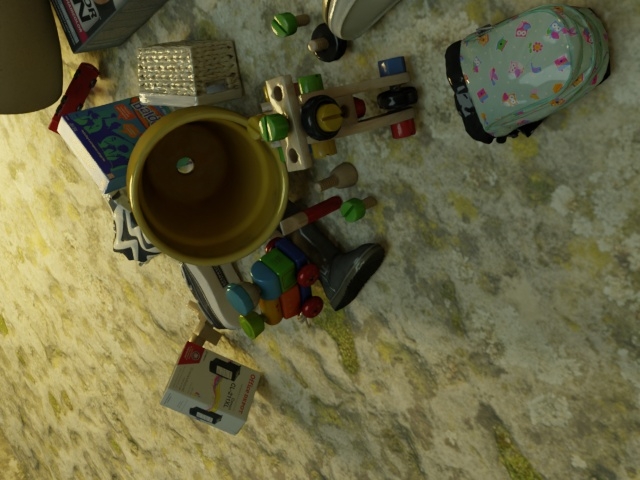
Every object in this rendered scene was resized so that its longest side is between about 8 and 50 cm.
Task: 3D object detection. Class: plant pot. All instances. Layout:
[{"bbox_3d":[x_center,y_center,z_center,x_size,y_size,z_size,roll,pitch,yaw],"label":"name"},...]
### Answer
[{"bbox_3d":[-0.208,-0.110,1.227,0.239,0.253,0.254,-142,41,-63],"label":"plant pot"}]

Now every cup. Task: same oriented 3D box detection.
[{"bbox_3d":[-0.654,-0.429,1.396,0.331,0.331,0.237,38,123,24],"label":"cup"}]

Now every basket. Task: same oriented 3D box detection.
[{"bbox_3d":[-0.234,-0.294,1.263,0.167,0.113,0.103,11,115,39],"label":"basket"}]

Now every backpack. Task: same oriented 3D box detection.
[{"bbox_3d":[0.244,-0.201,0.850,0.182,0.115,0.152,-18,95,44],"label":"backpack"}]

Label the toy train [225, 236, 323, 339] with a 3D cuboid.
[{"bbox_3d":[-0.078,0.122,1.245,0.105,0.143,0.248,39,151,33],"label":"toy train"}]

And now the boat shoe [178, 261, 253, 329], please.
[{"bbox_3d":[-0.240,0.044,1.451,0.102,0.108,0.301,-13,108,45],"label":"boat shoe"}]

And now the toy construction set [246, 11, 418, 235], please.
[{"bbox_3d":[-0.024,-0.140,1.046,0.257,0.237,0.309,26,127,32],"label":"toy construction set"}]

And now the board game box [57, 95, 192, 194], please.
[{"bbox_3d":[-0.359,-0.190,1.362,0.160,0.210,0.047,51,136,11],"label":"board game box"}]

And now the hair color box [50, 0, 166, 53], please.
[{"bbox_3d":[-0.356,-0.498,1.276,0.374,0.113,0.185,-19,96,46],"label":"hair color box"}]

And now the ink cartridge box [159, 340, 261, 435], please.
[{"bbox_3d":[-0.225,0.305,1.493,0.175,0.127,0.072,25,134,-9],"label":"ink cartridge box"}]

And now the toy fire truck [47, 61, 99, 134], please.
[{"bbox_3d":[-0.537,-0.304,1.566,0.192,0.047,0.135,-57,22,14],"label":"toy fire truck"}]

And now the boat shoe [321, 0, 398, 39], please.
[{"bbox_3d":[0.107,-0.355,0.905,0.103,0.113,0.302,56,136,15],"label":"boat shoe"}]

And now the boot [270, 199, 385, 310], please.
[{"bbox_3d":[-0.001,0.000,1.226,0.208,0.076,0.190,54,138,18],"label":"boot"}]

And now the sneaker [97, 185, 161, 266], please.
[{"bbox_3d":[-0.436,-0.042,1.595,0.235,0.094,0.153,45,127,4],"label":"sneaker"}]

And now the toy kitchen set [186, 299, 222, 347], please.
[{"bbox_3d":[-0.261,0.189,1.568,0.075,0.083,0.068,19,164,37],"label":"toy kitchen set"}]
